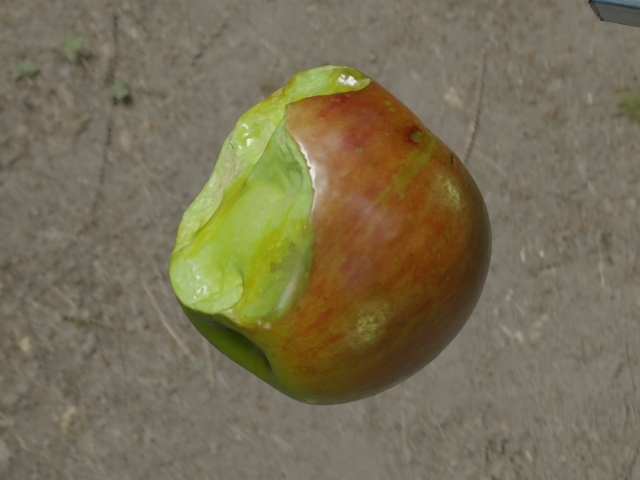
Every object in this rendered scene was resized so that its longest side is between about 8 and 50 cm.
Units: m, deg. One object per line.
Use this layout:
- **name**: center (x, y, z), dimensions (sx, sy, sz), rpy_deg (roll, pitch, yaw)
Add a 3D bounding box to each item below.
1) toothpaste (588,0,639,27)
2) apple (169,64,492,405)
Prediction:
- **toothpaste**: center (0.273, -0.117, 0.756), dimensions (0.272, 0.053, 0.066), rpy_deg (14, 90, 16)
- **apple**: center (0.000, 0.000, 1.174), dimensions (0.226, 0.246, 0.246), rpy_deg (-45, 59, -8)
